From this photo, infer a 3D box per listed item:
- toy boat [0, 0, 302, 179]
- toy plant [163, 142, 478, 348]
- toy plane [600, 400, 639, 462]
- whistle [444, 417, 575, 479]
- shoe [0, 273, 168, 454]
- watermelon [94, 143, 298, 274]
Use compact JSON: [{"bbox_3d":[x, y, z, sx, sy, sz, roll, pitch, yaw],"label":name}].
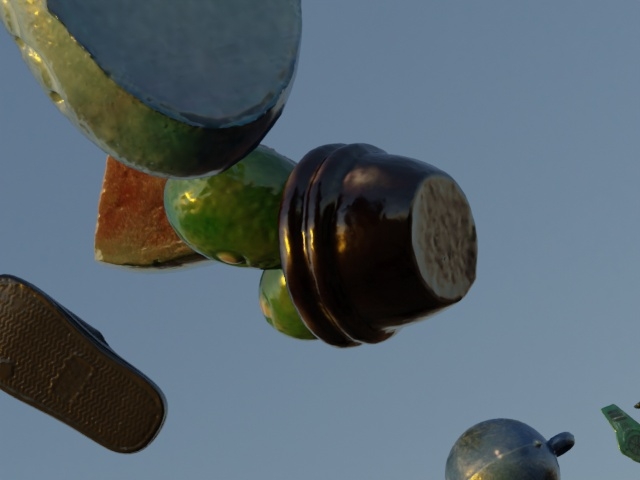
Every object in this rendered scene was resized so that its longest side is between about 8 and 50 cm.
[{"bbox_3d":[-0.137,-0.193,1.223,0.215,0.330,0.123,-22,-9,-32],"label":"toy boat"},{"bbox_3d":[0.000,0.000,1.461,0.235,0.175,0.218,-6,-45,32],"label":"toy plant"},{"bbox_3d":[0.366,0.145,1.604,0.235,0.096,0.060,-28,-4,-26],"label":"toy plane"},{"bbox_3d":[0.113,0.177,1.235,0.158,0.090,0.090,-27,-28,-10],"label":"whistle"},{"bbox_3d":[-0.266,0.136,1.823,0.108,0.241,0.093,-54,-5,-3],"label":"shoe"},{"bbox_3d":[-0.137,-0.069,1.959,0.261,0.201,0.213,-9,14,19],"label":"watermelon"}]
